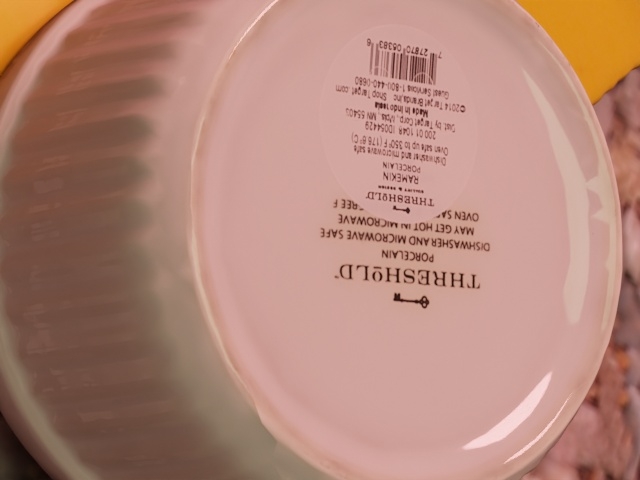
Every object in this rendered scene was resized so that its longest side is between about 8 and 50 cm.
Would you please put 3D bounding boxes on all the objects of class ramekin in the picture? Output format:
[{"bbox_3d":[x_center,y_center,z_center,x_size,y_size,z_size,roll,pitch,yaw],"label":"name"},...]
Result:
[{"bbox_3d":[0.000,0.000,0.556,0.207,0.109,0.207,4,82,-34],"label":"ramekin"}]

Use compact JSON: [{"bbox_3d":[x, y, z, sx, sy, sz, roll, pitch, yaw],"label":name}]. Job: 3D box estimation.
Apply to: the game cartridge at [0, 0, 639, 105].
[{"bbox_3d":[-0.034,-0.113,0.643,0.323,0.052,0.285,-40,107,-33],"label":"game cartridge"}]
